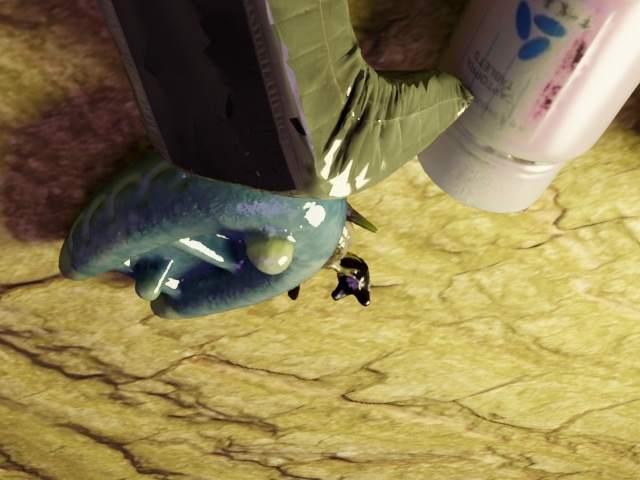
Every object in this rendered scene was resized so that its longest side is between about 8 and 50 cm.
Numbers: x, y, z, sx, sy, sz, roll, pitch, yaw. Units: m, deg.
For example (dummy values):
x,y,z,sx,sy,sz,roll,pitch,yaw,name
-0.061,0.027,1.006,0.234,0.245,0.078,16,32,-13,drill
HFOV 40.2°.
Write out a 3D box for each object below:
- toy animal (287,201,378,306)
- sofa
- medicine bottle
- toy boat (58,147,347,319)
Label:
x,y,z,sx,sy,sz,roll,pitch,yaw,name
0.009,0.005,0.941,0.105,0.070,0.202,8,145,5,toy animal
-0.029,-0.160,0.638,0.210,0.176,0.225,12,130,43,sofa
0.177,-0.148,0.702,0.152,0.152,0.254,6,141,-17,medicine bottle
-0.114,0.013,0.852,0.330,0.123,0.215,-23,140,35,toy boat
